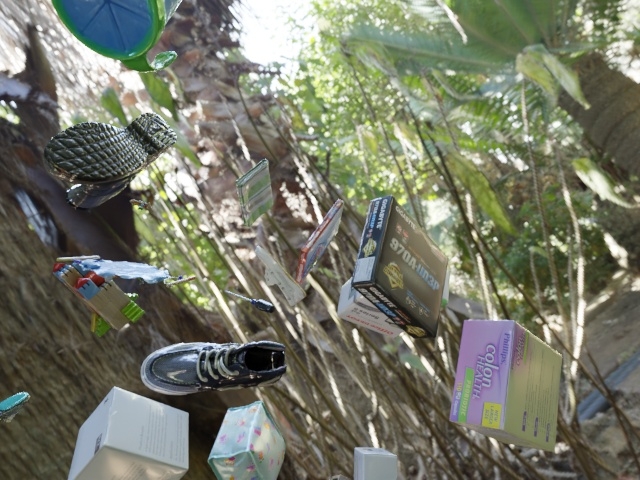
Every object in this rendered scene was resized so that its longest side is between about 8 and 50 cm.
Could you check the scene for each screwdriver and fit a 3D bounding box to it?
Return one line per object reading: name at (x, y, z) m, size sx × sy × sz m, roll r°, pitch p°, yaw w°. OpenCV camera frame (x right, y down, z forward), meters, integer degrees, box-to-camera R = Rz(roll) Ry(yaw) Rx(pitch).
screwdriver at (-0.174, 0.140, 1.247) m, size 0.025 × 0.170 × 0.024 m, roll 40°, pitch -110°, yaw -53°

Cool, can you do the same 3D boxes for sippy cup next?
sippy cup at (-0.395, -0.529, 1.091) m, size 0.305 × 0.240 × 0.224 m, roll -59°, pitch 8°, yaw 44°

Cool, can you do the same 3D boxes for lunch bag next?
lunch bag at (-0.201, 0.655, 1.560) m, size 0.160 × 0.262 × 0.223 m, roll -16°, pitch 21°, yaw 13°

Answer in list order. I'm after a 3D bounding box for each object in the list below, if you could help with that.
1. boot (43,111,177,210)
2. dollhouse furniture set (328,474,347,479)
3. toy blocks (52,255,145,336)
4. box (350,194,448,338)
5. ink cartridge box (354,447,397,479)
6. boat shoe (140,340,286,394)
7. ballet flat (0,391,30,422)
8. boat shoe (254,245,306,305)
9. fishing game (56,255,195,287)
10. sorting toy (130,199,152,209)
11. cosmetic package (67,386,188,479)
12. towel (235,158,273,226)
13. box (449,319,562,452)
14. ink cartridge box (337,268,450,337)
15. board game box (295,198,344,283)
boot at (-0.438, -0.128, 1.035) m, size 0.223 × 0.118 × 0.338 m, roll -36°, pitch 3°, yaw 25°
dollhouse furniture set at (-0.012, 0.741, 1.522) m, size 0.144 × 0.123 × 0.151 m, roll 113°, pitch -179°, yaw -62°
toy blocks at (-0.783, 0.167, 1.811) m, size 0.191 × 0.261 × 0.381 m, roll -46°, pitch 26°, yaw -25°
box at (0.150, 0.054, 0.944) m, size 0.051 × 0.220 × 0.175 m, roll -10°, pitch 51°, yaw 39°
ink cartridge box at (0.145, 0.650, 1.423) m, size 0.093 × 0.154 × 0.212 m, roll 3°, pitch -17°, yaw 0°
boat shoe at (-0.240, 0.285, 1.231) m, size 0.341 × 0.127 × 0.158 m, roll 1°, pitch -24°, yaw -20°
ballet flat at (-0.588, 0.321, 0.961) m, size 0.114 × 0.041 × 0.041 m, roll -27°, pitch -11°, yaw -50°
boat shoe at (-0.179, 0.144, 2.081) m, size 0.096 × 0.277 × 0.098 m, roll -42°, pitch -3°, yaw -2°
fishing game at (-0.413, 0.072, 1.117) m, size 0.189 × 0.264 × 0.041 m, roll -13°, pitch -67°, yaw -82°
sorting toy at (-0.593, -0.114, 1.744) m, size 0.062 × 0.012 × 0.083 m, roll 9°, pitch -15°, yaw -6°
cosmetic package at (-0.390, 0.430, 1.084) m, size 0.151 × 0.184 × 0.151 m, roll -50°, pitch 28°, yaw 17°
towel at (-0.160, -0.117, 1.325) m, size 0.113 × 0.023 × 0.152 m, roll -45°, pitch -32°, yaw -32°
box at (0.399, 0.308, 1.111) m, size 0.117 × 0.213 × 0.243 m, roll -7°, pitch -30°, yaw 44°
ink cartridge box at (0.196, 0.148, 1.454) m, size 0.273 × 0.198 × 0.114 m, roll -51°, pitch 21°, yaw 51°
board game box at (0.000, 0.000, 1.694) m, size 0.281 × 0.027 × 0.145 m, roll -54°, pitch -18°, yaw -44°
